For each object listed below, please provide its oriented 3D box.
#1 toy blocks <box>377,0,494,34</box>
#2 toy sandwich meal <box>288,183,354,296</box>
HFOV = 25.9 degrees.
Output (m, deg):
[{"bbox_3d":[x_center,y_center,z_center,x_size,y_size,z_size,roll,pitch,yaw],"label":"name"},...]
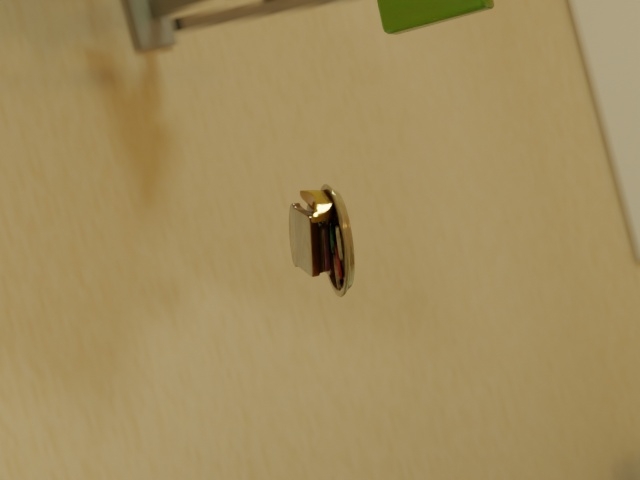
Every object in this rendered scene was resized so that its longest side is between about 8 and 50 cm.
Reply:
[{"bbox_3d":[0.114,-0.201,0.664,0.381,0.190,0.261,-10,1,32],"label":"toy blocks"},{"bbox_3d":[0.000,0.000,0.939,0.029,0.085,0.085,-8,0,-11],"label":"toy sandwich meal"}]
